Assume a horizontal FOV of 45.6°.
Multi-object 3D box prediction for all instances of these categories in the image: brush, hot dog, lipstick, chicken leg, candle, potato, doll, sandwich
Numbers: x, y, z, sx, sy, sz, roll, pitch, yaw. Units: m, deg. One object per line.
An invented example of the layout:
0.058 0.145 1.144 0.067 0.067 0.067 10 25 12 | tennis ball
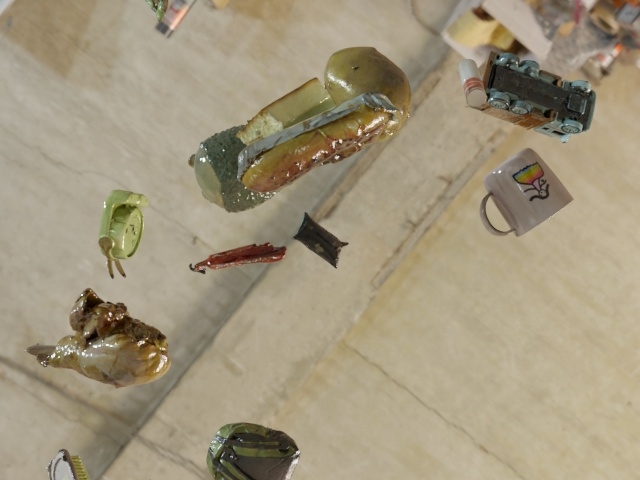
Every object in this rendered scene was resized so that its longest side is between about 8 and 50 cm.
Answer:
-0.437 0.513 1.410 0.067 0.072 0.313 17 -158 -40 | brush
-0.001 -0.149 1.176 0.162 0.270 0.081 -56 -59 -86 | hot dog
0.290 -0.303 1.458 0.038 0.038 0.130 36 -149 -23 | lipstick
-0.598 0.250 1.983 0.182 0.410 0.295 -66 -34 -50 | chicken leg
-0.241 0.054 2.251 0.302 0.059 0.084 -12 -154 -24 | candle
0.081 -0.254 1.291 0.176 0.137 0.137 55 -172 1 | potato
-0.185 -0.226 2.152 0.247 0.350 0.247 61 170 19 | doll
-0.080 -0.229 1.609 0.108 0.186 0.220 54 159 -2 | sandwich

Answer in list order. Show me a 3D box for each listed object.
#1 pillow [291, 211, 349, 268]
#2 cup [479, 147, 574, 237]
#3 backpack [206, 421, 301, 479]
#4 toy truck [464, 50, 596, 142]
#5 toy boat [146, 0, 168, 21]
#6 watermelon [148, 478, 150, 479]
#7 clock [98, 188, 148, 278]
0.000 0.000 1.998 0.150 0.048 0.090 35 -143 -16 | pillow
0.559 -0.126 2.177 0.200 0.253 0.191 55 172 5 | cup
-0.191 0.620 2.146 0.253 0.207 0.140 25 180 -19 | backpack
0.532 -0.357 1.947 0.305 0.136 0.162 18 168 -9 | toy truck
-0.394 -0.585 1.606 0.293 0.108 0.099 51 -134 2 | toy boat
-0.414 0.631 1.797 0.105 0.133 0.105 12 167 3 | watermelon
-0.524 -0.016 2.010 0.069 0.231 0.170 11 -179 6 | clock
